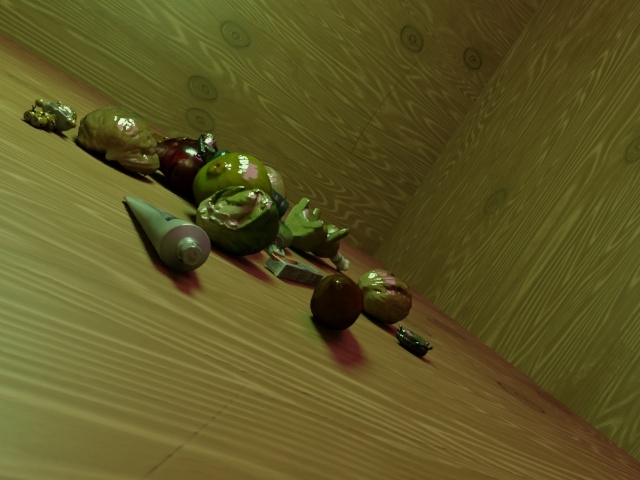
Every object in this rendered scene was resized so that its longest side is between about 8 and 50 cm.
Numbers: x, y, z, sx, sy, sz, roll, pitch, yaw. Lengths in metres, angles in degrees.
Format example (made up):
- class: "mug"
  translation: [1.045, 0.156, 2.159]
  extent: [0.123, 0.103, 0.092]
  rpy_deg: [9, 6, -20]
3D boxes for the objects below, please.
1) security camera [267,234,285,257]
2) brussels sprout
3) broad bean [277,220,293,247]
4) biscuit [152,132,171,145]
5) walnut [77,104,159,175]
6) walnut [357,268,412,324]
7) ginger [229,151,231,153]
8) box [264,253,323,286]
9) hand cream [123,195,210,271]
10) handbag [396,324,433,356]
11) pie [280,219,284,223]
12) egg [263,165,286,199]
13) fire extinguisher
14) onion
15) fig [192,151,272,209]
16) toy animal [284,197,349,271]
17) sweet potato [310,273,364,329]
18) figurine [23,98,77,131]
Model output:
- class: "security camera"
  translation: [-0.126, 0.024, 1.409]
  extent: [0.058, 0.058, 0.092]
  rpy_deg: [30, 14, -28]
- class: "brussels sprout"
  translation: [-0.182, -0.036, 1.096]
  extent: [0.145, 0.184, 0.131]
  rpy_deg: [87, -13, -53]
- class: "broad bean"
  translation: [-0.169, -0.044, 1.571]
  extent: [0.169, 0.100, 0.228]
  rpy_deg: [42, -1, 38]
- class: "biscuit"
  translation: [-0.619, -0.385, 2.159]
  extent: [0.296, 0.075, 0.296]
  rpy_deg: [32, 5, -3]
- class: "walnut"
  translation: [-0.529, -0.277, 1.281]
  extent: [0.238, 0.141, 0.204]
  rpy_deg: [32, 9, 18]
- class: "walnut"
  translation: [0.182, 0.163, 1.433]
  extent: [0.184, 0.155, 0.155]
  rpy_deg: [36, 2, -40]
- class: "ginger"
  translation: [-0.416, -0.316, 2.297]
  extent: [0.321, 0.172, 0.165]
  rpy_deg: [36, 45, 7]
- class: "box"
  translation: [-0.064, 0.080, 1.273]
  extent: [0.055, 0.039, 0.218]
  rpy_deg: [37, 6, 29]
- class: "hand cream"
  translation: [-0.270, -0.017, 0.862]
  extent: [0.124, 0.077, 0.341]
  rpy_deg: [29, -2, -32]
- class: "handbag"
  translation: [0.247, 0.272, 1.317]
  extent: [0.111, 0.047, 0.072]
  rpy_deg: [34, 3, -14]
- class: "pie"
  translation: [-0.243, -0.109, 1.852]
  extent: [0.274, 0.069, 0.273]
  rpy_deg: [34, 6, -4]
- class: "egg"
  translation: [-0.249, -0.222, 2.173]
  extent: [0.245, 0.203, 0.203]
  rpy_deg: [59, 14, 20]
- class: "fire extinguisher"
  translation: [-0.231, -0.171, 1.389]
  extent: [0.311, 0.095, 0.114]
  rpy_deg: [39, 33, -20]
- class: "onion"
  translation: [-0.369, -0.231, 1.493]
  extent: [0.272, 0.195, 0.272]
  rpy_deg: [32, 7, -4]
- class: "fig"
  translation: [-0.224, -0.107, 1.257]
  extent: [0.207, 0.207, 0.230]
  rpy_deg: [35, -34, 20]
- class: "toy animal"
  translation: [0.008, -0.016, 1.863]
  extent: [0.181, 0.180, 0.363]
  rpy_deg: [44, 12, 35]
- class: "sweet potato"
  translation: [0.033, 0.129, 1.007]
  extent: [0.112, 0.112, 0.359]
  rpy_deg: [34, -13, 9]
- class: "figurine"
  translation: [-0.638, -0.291, 1.167]
  extent: [0.102, 0.068, 0.143]
  rpy_deg: [26, 19, -26]
